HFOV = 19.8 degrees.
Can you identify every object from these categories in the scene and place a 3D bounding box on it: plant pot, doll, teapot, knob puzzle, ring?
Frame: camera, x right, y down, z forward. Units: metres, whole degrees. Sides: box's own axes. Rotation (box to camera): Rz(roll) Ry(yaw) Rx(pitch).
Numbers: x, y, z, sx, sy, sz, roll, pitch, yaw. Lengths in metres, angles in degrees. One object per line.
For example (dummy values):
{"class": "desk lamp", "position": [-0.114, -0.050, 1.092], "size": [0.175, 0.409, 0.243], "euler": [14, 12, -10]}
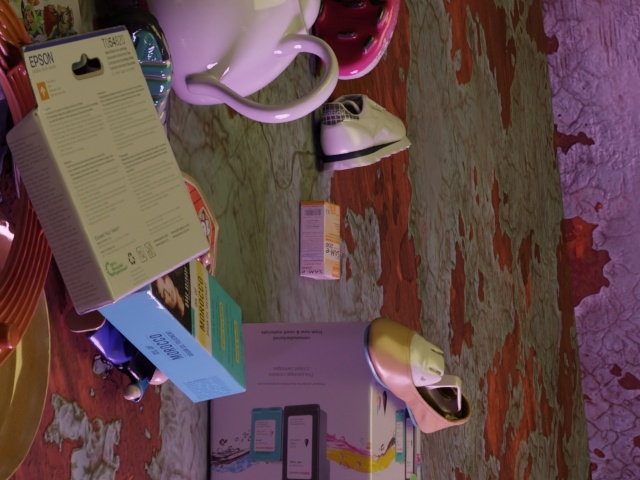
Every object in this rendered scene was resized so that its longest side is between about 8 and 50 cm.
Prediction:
{"class": "plant pot", "position": [-0.293, 0.090, 1.531], "size": [0.236, 0.032, 0.236], "euler": [-1, 90, -72]}
{"class": "doll", "position": [-0.188, 0.093, 1.813], "size": [0.189, 0.046, 0.129], "euler": [56, 35, -57]}
{"class": "teapot", "position": [-0.076, -0.261, 1.874], "size": [0.252, 0.187, 0.256], "euler": [-86, 165, -76]}
{"class": "knob puzzle", "position": [-0.141, 0.013, 1.986], "size": [0.213, 0.030, 0.213], "euler": [-2, 90, -71]}
{"class": "ring", "position": [-0.281, -0.052, 1.470], "size": [0.336, 0.032, 0.337], "euler": [0, 90, -72]}

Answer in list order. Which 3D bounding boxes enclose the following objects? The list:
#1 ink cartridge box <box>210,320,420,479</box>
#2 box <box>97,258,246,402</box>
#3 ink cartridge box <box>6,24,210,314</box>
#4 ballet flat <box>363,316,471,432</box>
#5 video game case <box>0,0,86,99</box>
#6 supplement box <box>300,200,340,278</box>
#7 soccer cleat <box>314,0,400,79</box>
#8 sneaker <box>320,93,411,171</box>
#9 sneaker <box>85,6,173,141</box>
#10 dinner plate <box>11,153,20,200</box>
{"class": "ink cartridge box", "position": [-0.003, 0.234, 2.110], "size": [0.198, 0.197, 0.270], "euler": [16, 73, -70]}
{"class": "box", "position": [-0.145, 0.063, 1.785], "size": [0.244, 0.060, 0.100], "euler": [53, 27, -57]}
{"class": "ink cartridge box", "position": [-0.189, -0.067, 1.589], "size": [0.224, 0.045, 0.223], "euler": [71, 21, -4]}
{"class": "ballet flat", "position": [0.114, 0.146, 2.043], "size": [0.232, 0.073, 0.080], "euler": [54, 38, -57]}
{"class": "video game case", "position": [-0.296, -0.282, 1.549], "size": [0.300, 0.036, 0.329], "euler": [-40, 125, -66]}
{"class": "supplement box", "position": [0.000, 0.000, 2.389], "size": [0.062, 0.036, 0.098], "euler": [13, 76, -70]}
{"class": "soccer cleat", "position": [0.069, -0.354, 2.499], "size": [0.143, 0.116, 0.331], "euler": [49, 43, -61]}
{"class": "sneaker", "position": [0.061, -0.158, 2.519], "size": [0.235, 0.090, 0.095], "euler": [-33, 110, -70]}
{"class": "sneaker", "position": [-0.183, -0.156, 1.792], "size": [0.224, 0.083, 0.098], "euler": [95, -4, -48]}
{"class": "dinner plate", "position": [-0.254, -0.073, 1.682], "size": [0.141, 0.017, 0.141], "euler": [-1, 90, -72]}
